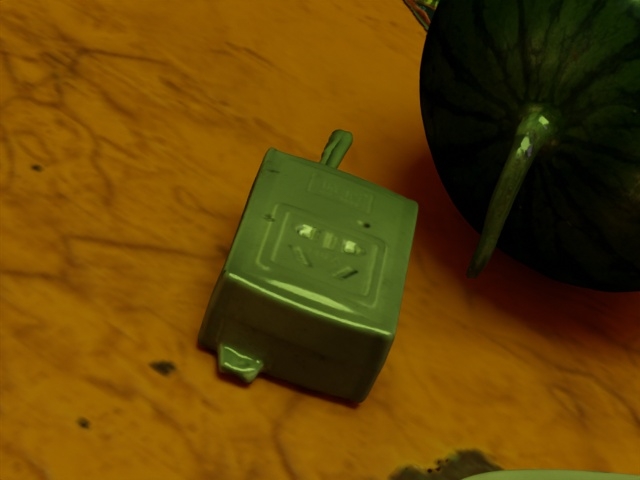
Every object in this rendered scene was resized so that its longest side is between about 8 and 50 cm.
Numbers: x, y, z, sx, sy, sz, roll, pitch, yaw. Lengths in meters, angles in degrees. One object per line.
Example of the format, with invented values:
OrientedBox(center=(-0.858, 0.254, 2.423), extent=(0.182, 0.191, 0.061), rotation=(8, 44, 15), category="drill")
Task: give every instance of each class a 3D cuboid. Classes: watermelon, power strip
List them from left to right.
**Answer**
OrientedBox(center=(0.000, 0.000, 0.742), extent=(0.075, 0.042, 0.175), rotation=(20, 33, -4), category="power strip")
OrientedBox(center=(0.131, -0.069, 0.790), extent=(0.188, 0.188, 0.215), rotation=(39, 29, 22), category="watermelon")

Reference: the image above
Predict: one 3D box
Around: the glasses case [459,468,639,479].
OrientedBox(center=(0.119, 0.124, 0.609), extent=(0.204, 0.081, 0.051), rotation=(11, 33, -22), category="glasses case")

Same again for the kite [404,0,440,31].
OrientedBox(center=(0.106, -0.171, 1.076), extent=(0.321, 0.016, 0.234), rotation=(26, 33, 4), category="kite")
